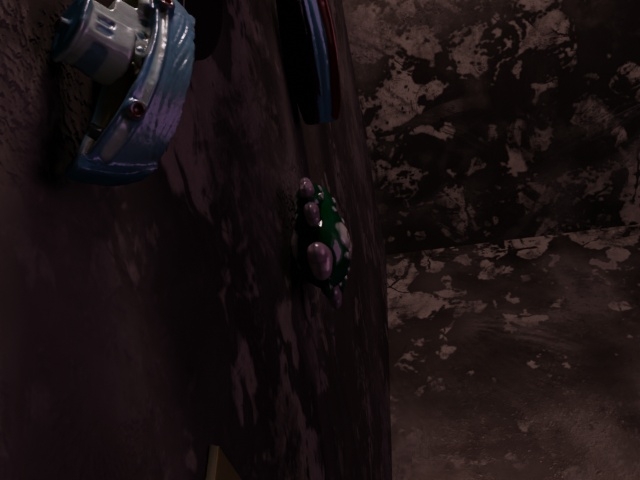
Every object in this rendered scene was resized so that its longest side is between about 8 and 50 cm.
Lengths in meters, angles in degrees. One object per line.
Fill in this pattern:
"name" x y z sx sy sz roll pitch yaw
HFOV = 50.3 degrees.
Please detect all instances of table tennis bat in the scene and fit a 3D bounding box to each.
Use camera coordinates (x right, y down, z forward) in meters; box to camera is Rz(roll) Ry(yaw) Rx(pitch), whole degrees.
"table tennis bat" -0.154 -0.275 0.786 0.220 0.019 0.130 -49 145 -72

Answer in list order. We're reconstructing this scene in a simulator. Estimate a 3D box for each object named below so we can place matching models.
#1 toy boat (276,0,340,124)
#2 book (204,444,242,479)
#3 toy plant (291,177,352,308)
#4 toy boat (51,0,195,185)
"toy boat" -0.035 -0.440 1.451 0.079 0.136 0.392 -35 123 -44
"book" -0.097 0.344 0.729 0.168 0.013 0.192 73 13 -47
"toy plant" 0.001 0.004 1.296 0.232 0.112 0.243 54 24 -75
"toy boat" -0.167 -0.133 0.534 0.102 0.088 0.215 27 48 -36
